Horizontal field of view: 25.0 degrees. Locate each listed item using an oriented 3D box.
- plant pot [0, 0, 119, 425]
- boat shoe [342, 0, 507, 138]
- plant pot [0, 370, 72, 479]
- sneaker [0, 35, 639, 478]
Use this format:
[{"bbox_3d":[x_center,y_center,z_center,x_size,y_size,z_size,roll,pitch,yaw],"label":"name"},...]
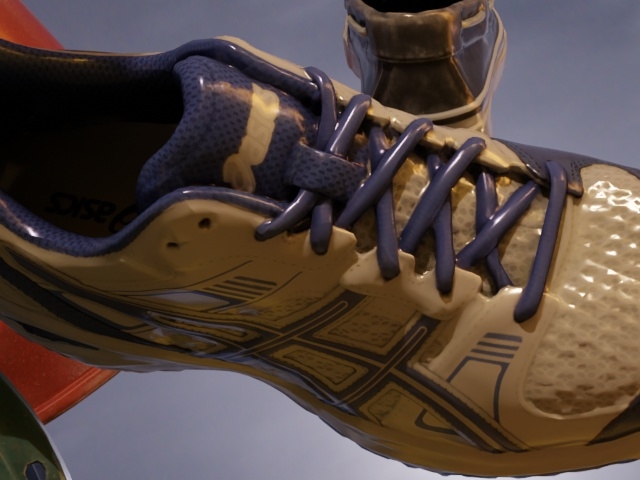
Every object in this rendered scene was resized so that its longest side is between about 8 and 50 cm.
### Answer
[{"bbox_3d":[-0.236,-0.036,0.989,0.272,0.272,0.265,-36,-75,4],"label":"plant pot"},{"bbox_3d":[0.076,-0.158,0.998,0.121,0.335,0.119,-2,-65,0],"label":"boat shoe"},{"bbox_3d":[-0.201,0.131,0.514,0.293,0.293,0.196,8,-25,-30],"label":"plant pot"},{"bbox_3d":[0.000,0.000,0.460,0.297,0.111,0.131,5,-24,14],"label":"sneaker"}]
